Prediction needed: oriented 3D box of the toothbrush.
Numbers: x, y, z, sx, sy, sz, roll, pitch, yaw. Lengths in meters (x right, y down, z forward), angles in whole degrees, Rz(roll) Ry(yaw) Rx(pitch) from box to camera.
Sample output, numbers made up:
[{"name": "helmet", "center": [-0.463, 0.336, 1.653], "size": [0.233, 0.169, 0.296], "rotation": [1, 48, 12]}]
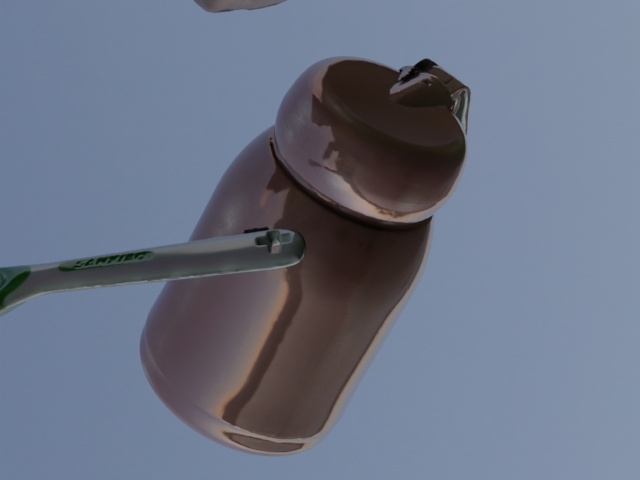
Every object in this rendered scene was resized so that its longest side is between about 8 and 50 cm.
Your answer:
[{"name": "toothbrush", "center": [-0.215, 0.038, 1.197], "size": [0.042, 0.418, 0.040], "rotation": [-96, -2, -52]}]

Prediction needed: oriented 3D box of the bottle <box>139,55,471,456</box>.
[{"name": "bottle", "center": [0.000, 0.000, 1.383], "size": [0.206, 0.173, 0.297], "rotation": [-23, -33, -52]}]

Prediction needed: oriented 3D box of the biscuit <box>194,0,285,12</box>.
[{"name": "biscuit", "center": [-0.001, -0.155, 0.407], "size": [0.044, 0.295, 0.186], "rotation": [-9, -93, -20]}]
